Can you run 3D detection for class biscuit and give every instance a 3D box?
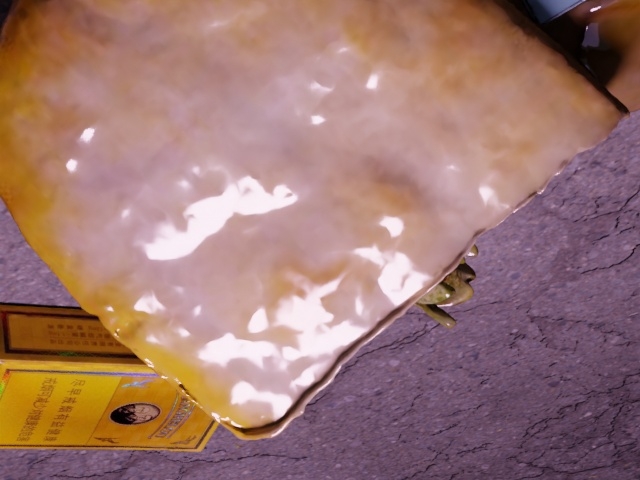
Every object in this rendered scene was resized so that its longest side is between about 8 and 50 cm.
[{"bbox_3d":[-0.054,-0.087,1.110,0.446,0.104,0.429,38,104,-10],"label":"biscuit"}]

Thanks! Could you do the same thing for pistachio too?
[{"bbox_3d":[0.273,-0.194,1.213,0.260,0.163,0.213,-11,167,-28],"label":"pistachio"}]

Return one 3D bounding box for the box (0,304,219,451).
[{"bbox_3d":[-0.254,0.168,1.593,0.301,0.084,0.193,5,142,-25],"label":"box"}]

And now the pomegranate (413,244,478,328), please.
[{"bbox_3d":[0.000,0.000,1.284,0.302,0.236,0.236,5,151,20],"label":"pomegranate"}]

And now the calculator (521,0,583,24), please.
[{"bbox_3d":[0.155,-0.258,1.086,0.057,0.172,0.018,-30,-179,20],"label":"calculator"}]
